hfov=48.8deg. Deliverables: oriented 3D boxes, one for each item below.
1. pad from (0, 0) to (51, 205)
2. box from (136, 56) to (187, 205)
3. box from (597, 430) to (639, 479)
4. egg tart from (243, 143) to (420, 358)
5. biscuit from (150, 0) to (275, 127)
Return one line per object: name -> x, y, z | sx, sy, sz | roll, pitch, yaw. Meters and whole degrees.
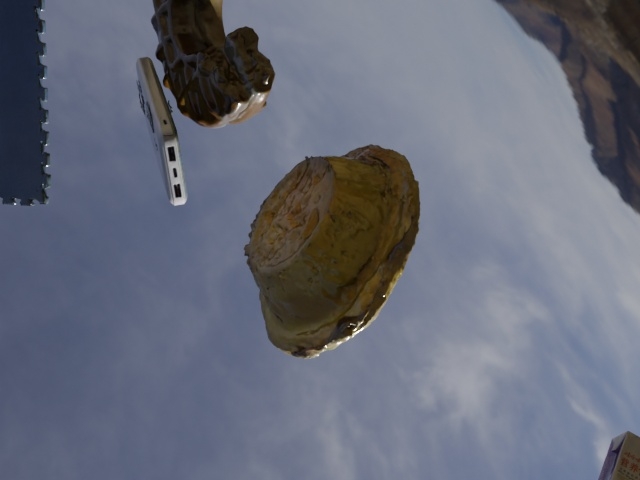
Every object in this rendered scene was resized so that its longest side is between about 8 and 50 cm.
pad -> -0.382, -0.170, 0.680 | 0.012, 0.268, 0.270 | -37, -48, -73
box -> -0.268, -0.188, 1.176 | 0.044, 0.142, 0.285 | -11, -139, -15
box -> 0.281, 0.240, 0.651 | 0.050, 0.036, 0.117 | 30, -118, 9
egg tart -> 0.000, 0.000, 0.847 | 0.118, 0.288, 0.288 | 32, -148, -32
biscuit -> -0.192, -0.357, 1.154 | 0.115, 0.268, 0.366 | -9, -94, -32
